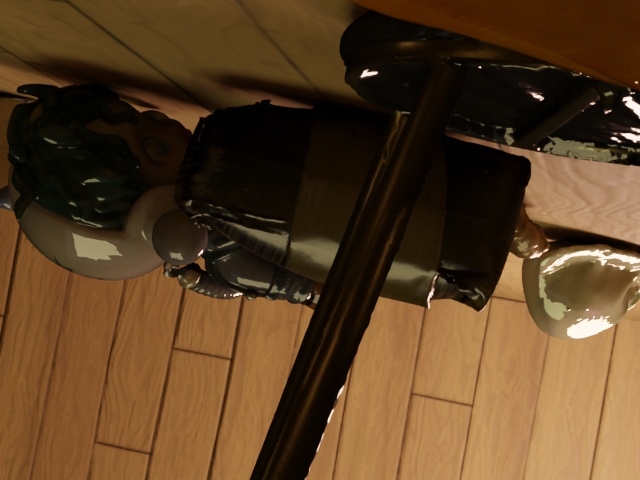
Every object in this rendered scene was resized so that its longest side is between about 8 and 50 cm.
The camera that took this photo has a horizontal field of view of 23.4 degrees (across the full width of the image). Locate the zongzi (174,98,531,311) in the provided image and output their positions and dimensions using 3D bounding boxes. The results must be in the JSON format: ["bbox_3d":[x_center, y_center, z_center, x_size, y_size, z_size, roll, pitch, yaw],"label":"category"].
[{"bbox_3d":[0.019,-0.032,1.409,0.289,0.154,0.317,16,176,-2],"label":"zongzi"}]

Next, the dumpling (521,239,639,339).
[{"bbox_3d":[0.354,0.050,2.026,0.179,0.131,0.252,-10,150,9],"label":"dumpling"}]

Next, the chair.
[{"bbox_3d":[0.124,0.084,0.933,0.361,0.410,0.364,10,175,-1],"label":"chair"}]

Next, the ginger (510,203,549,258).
[{"bbox_3d":[0.170,-0.030,1.697,0.149,0.065,0.258,22,-173,25],"label":"ginger"}]

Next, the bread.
[{"bbox_3d":[0.087,-0.117,0.658,0.239,0.074,0.092,13,170,-33],"label":"bread"}]

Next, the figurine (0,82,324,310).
[{"bbox_3d":[-0.126,-0.036,1.457,0.381,0.186,0.261,17,-173,-22],"label":"figurine"}]

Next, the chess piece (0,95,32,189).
[{"bbox_3d":[-0.393,-0.107,1.764,0.138,0.124,0.307,-23,-166,-23],"label":"chess piece"}]
